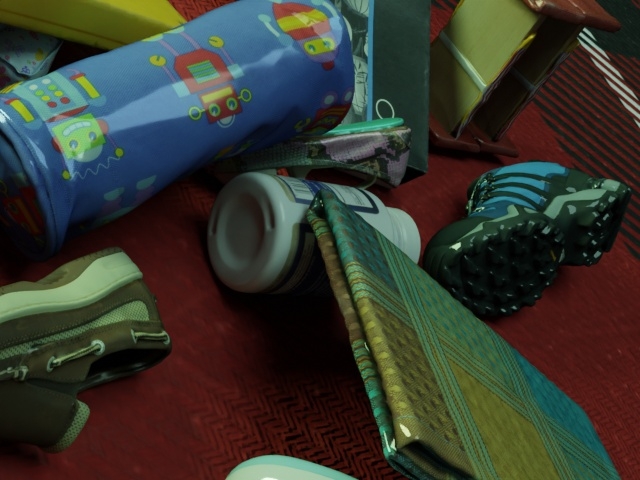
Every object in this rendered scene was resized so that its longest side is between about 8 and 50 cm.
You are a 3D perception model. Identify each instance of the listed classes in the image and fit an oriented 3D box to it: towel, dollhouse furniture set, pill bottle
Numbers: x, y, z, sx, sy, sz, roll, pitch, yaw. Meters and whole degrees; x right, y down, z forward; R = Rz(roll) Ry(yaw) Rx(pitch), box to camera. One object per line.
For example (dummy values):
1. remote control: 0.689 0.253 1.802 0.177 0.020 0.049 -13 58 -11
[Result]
1. towel: 0.136 0.140 0.847 0.370 0.040 0.271 39 19 -34
2. dollhouse furniture set: 0.138 -0.297 1.299 0.152 0.201 0.374 1 47 -45
3. pill bottle: 0.000 0.000 0.919 0.169 0.094 0.094 7 49 -43

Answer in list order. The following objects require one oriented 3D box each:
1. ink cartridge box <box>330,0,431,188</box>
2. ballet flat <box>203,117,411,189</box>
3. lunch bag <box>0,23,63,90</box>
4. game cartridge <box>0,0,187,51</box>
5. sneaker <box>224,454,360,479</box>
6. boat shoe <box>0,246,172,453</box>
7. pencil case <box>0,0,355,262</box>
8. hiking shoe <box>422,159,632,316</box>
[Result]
1. ink cartridge box: 0.032 -0.230 1.121 0.165 0.065 0.333 16 65 -34
2. ballet flat: -0.023 -0.066 0.972 0.221 0.077 0.079 -3 98 -22
3. lunch bag: -0.229 -0.127 0.836 0.053 0.071 0.083 35 36 -8
4. game cartridge: -0.266 -0.269 0.874 0.324 0.053 0.285 49 16 13
5. sneaker: 0.055 0.258 0.622 0.319 0.127 0.208 14 37 15
6. boat shoe: -0.172 0.079 0.660 0.095 0.095 0.257 54 34 4
7. pencil case: -0.110 -0.091 0.819 0.306 0.133 0.119 -28 90 -36
8. hiking shoe: 0.185 -0.009 1.143 0.132 0.113 0.304 29 30 35
